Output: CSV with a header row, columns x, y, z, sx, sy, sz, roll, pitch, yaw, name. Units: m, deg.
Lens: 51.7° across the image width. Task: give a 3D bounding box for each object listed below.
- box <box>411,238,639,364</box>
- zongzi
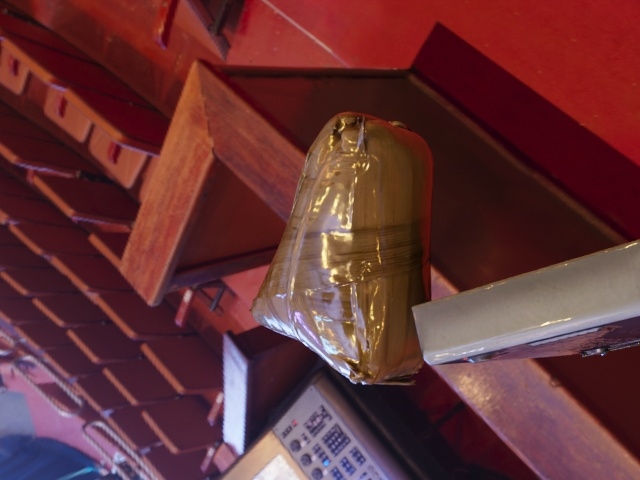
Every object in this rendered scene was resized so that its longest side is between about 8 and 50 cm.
x,y,z,sx,sy,sz,roll,pitch,yaw,name
0.211,0.048,0.456,0.211,0.270,0.045,-22,70,36,box
0.000,0.000,0.511,0.197,0.099,0.194,14,105,50,zongzi
